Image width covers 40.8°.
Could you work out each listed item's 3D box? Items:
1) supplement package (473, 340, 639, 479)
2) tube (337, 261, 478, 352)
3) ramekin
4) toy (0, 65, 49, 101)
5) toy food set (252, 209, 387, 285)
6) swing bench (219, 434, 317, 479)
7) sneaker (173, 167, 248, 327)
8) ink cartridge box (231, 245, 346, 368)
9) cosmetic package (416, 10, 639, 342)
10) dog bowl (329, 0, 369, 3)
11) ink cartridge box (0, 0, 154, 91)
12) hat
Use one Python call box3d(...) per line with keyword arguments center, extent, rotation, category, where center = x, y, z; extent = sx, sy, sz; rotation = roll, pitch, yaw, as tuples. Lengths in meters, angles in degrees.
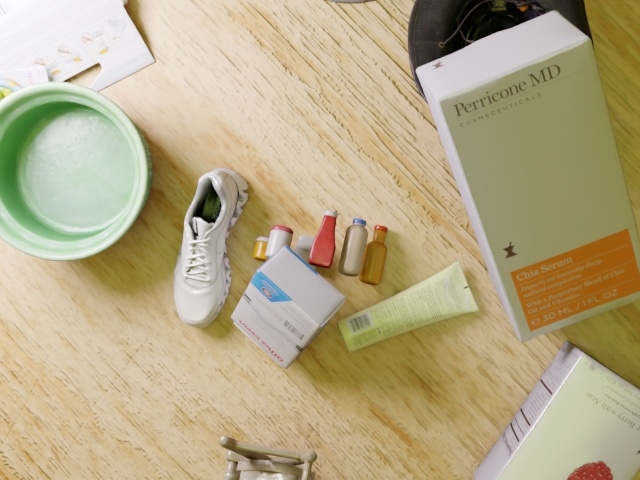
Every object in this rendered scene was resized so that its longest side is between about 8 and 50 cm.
box3d(center=(0.407, 0.340, 1.409), extent=(0.177, 0.175, 0.293), rotation=(33, 94, 6), category="supplement package")
box3d(center=(0.150, 0.126, 1.510), extent=(0.240, 0.062, 0.070), rotation=(-23, 130, 2), category="tube")
box3d(center=(-0.442, -0.122, 1.521), extent=(0.303, 0.148, 0.303), rotation=(0, 96, -1), category="ramekin")
box3d(center=(-0.613, -0.237, 1.592), extent=(0.237, 0.056, 0.137), rotation=(-5, 113, 10), category="toy")
box3d(center=(0.000, 0.000, 1.504), extent=(0.232, 0.111, 0.104), rotation=(11, 79, 8), category="toy food set")
box3d(center=(-0.108, 0.471, 1.409), extent=(0.165, 0.255, 0.253), rotation=(11, 70, 1), category="swing bench")
box3d(center=(-0.209, 0.012, 1.526), extent=(0.110, 0.118, 0.292), rotation=(10, 92, 6), category="sneaker")
box3d(center=(-0.059, 0.117, 1.465), extent=(0.139, 0.191, 0.082), rotation=(42, 56, 5), category="ink cartridge box")
box3d(center=(0.336, -0.088, 1.328), extent=(0.230, 0.161, 0.453), rotation=(-22, 118, 7), category="cosmetic package")
box3d(center=(0.050, -0.601, 1.504), extent=(0.349, 0.102, 0.349), rotation=(0, 89, 7), category="dog bowl")
box3d(center=(-0.478, -0.383, 1.596), extent=(0.275, 0.060, 0.239), rotation=(-26, 111, 7), category="ink cartridge box")
box3d(center=(0.295, -0.316, 1.456), extent=(0.331, 0.134, 0.331), rotation=(0, 82, 3), category="hat")
